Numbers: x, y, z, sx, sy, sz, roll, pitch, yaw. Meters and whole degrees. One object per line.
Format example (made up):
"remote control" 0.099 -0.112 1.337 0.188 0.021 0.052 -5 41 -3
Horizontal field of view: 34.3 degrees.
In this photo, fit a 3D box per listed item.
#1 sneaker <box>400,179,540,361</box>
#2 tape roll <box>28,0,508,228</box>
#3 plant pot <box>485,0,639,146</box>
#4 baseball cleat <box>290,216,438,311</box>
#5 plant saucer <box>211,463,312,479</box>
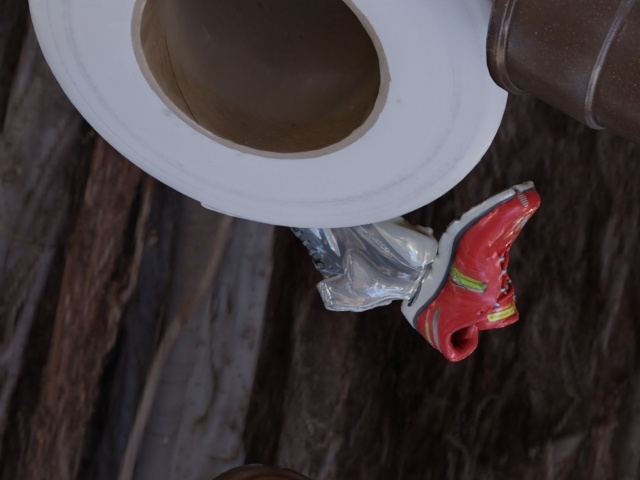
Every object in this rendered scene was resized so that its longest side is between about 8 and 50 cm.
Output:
"sneaker" 0.198 0.041 1.213 0.107 0.279 0.118 -21 -119 -33
"tape roll" -0.010 -0.147 0.559 0.246 0.169 0.246 10 139 9
"plant pot" 0.174 -0.077 0.366 0.165 0.167 0.167 42 -165 21
"baseball cleat" 0.000 0.000 0.936 0.205 0.110 0.072 22 178 25
"plant saucer" -0.051 0.328 1.137 0.198 0.036 0.199 12 -133 -13
